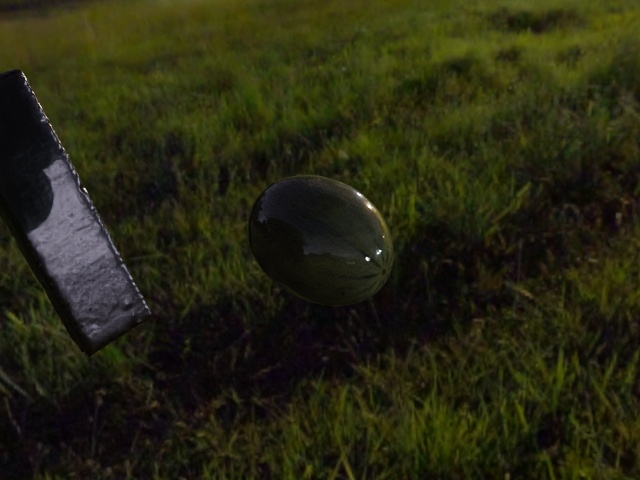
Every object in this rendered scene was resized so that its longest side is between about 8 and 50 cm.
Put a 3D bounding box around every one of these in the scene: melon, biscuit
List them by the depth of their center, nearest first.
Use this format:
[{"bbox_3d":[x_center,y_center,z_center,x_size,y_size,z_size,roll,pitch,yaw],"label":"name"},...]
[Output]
[{"bbox_3d":[0.000,0.000,0.605,0.098,0.098,0.130,-24,44,-39],"label":"melon"},{"bbox_3d":[-0.353,-0.029,1.020,0.107,0.388,0.073,-33,21,-25],"label":"biscuit"}]
